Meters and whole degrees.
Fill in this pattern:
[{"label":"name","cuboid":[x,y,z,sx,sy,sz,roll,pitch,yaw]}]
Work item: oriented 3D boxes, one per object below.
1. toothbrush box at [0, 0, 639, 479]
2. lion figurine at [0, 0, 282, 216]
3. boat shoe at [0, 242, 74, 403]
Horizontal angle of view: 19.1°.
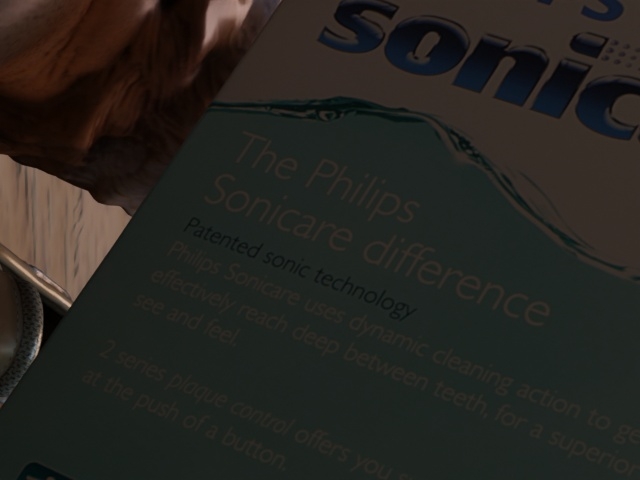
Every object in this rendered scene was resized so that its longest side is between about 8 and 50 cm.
[{"label":"toothbrush box","cuboid":[0.041,0.095,0.362,0.295,0.216,0.126,-59,151,-21]},{"label":"lion figurine","cuboid":[-0.092,-0.068,0.391,0.392,0.142,0.240,-32,143,-53]},{"label":"boat shoe","cuboid":[-0.107,0.016,0.500,0.190,0.072,0.068,9,97,-76]}]
